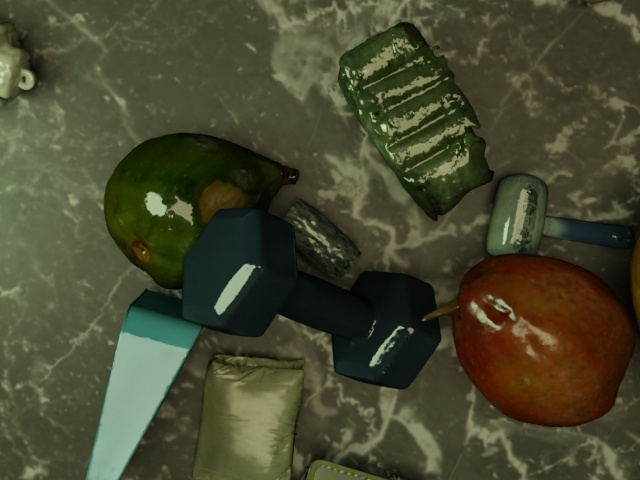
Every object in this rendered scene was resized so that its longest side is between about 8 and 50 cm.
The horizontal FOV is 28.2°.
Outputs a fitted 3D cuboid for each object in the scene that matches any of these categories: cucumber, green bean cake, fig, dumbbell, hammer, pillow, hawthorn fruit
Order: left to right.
[{"bbox_3d":[-0.144,-0.048,1.600,0.245,0.195,0.195,-26,94,-32],"label":"fig"},{"bbox_3d":[-0.091,0.237,1.649,0.134,0.078,0.181,9,93,1],"label":"pillow"},{"bbox_3d":[-0.007,0.074,1.530,0.325,0.144,0.160,24,108,-38],"label":"dumbbell"},{"bbox_3d":[-0.002,-0.001,1.639,0.112,0.064,0.064,37,93,-3],"label":"cucumber"},{"bbox_3d":[0.119,-0.143,1.549,0.125,0.222,0.227,-33,89,2],"label":"green bean cake"},{"bbox_3d":[0.248,0.113,1.552,0.262,0.210,0.210,23,94,-24],"label":"hawthorn fruit"},{"bbox_3d":[0.313,-0.019,1.638,0.194,0.069,0.116,9,93,-8],"label":"hammer"}]

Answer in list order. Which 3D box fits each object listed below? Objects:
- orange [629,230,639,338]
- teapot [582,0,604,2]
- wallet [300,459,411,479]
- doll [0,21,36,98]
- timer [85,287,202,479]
[{"bbox_3d":[0.485,0.085,1.544,0.196,0.262,0.335,-20,102,23],"label":"orange"},{"bbox_3d":[0.322,-0.486,1.517,0.361,0.305,0.376,-36,122,11],"label":"teapot"},{"bbox_3d":[0.100,0.421,1.635,0.309,0.077,0.223,18,73,-8],"label":"wallet"},{"bbox_3d":[-0.494,-0.250,1.611,0.293,0.119,0.138,20,102,5],"label":"doll"},{"bbox_3d":[-0.218,0.197,1.574,0.091,0.232,0.250,17,95,-3],"label":"timer"}]
